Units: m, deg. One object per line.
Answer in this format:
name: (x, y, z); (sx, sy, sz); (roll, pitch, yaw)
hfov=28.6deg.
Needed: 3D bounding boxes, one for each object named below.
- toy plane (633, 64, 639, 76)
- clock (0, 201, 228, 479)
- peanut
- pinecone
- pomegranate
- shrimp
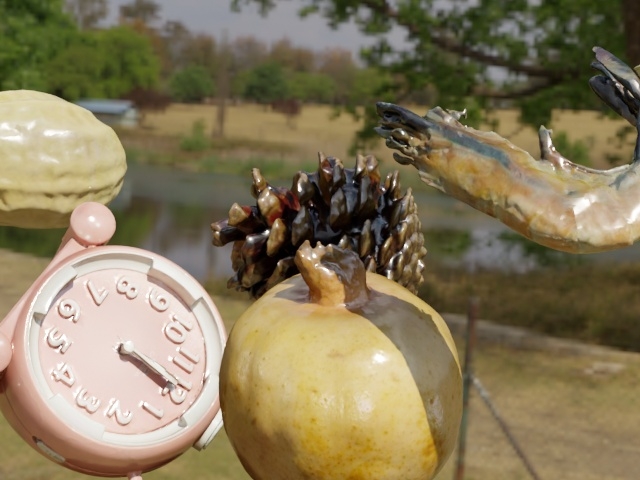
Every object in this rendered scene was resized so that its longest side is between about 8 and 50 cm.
toy plane: (0.512, -0.243, 1.576); (0.229, 0.092, 0.244); (-10, -21, -32)
clock: (-0.201, 0.123, 1.222); (0.241, 0.227, 0.142); (35, -33, -4)
peanut: (-0.394, -0.101, 1.439); (0.340, 0.174, 0.158); (5, -38, -19)
pinecone: (0.003, 0.002, 1.256); (0.204, 0.179, 0.184); (4, -16, 15)
pomegranate: (0.019, 0.119, 0.998); (0.207, 0.207, 0.207); (3, 5, 0)
shrimp: (0.144, -0.075, 0.851); (0.219, 0.152, 0.046); (24, -25, 27)
